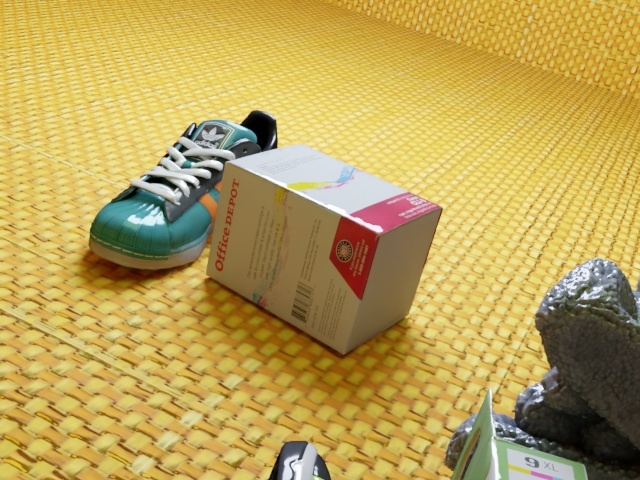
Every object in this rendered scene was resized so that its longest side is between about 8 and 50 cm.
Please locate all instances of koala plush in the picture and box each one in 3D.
[{"bbox_3d":[0.236,0.111,0.638,0.203,0.196,0.221,30,27,6],"label":"koala plush"}]

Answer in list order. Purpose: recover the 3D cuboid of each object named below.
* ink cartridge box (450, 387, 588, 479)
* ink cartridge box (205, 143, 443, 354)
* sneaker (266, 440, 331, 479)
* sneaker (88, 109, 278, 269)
[{"bbox_3d":[0.112,0.192,0.473,0.062,0.109,0.209,15,25,2],"label":"ink cartridge box"},{"bbox_3d":[0.000,0.000,0.792,0.176,0.128,0.127,28,28,26],"label":"ink cartridge box"},{"bbox_3d":[0.013,0.212,0.432,0.097,0.084,0.234,14,32,-16],"label":"sneaker"},{"bbox_3d":[-0.136,-0.068,0.873,0.108,0.121,0.302,21,26,16],"label":"sneaker"}]
